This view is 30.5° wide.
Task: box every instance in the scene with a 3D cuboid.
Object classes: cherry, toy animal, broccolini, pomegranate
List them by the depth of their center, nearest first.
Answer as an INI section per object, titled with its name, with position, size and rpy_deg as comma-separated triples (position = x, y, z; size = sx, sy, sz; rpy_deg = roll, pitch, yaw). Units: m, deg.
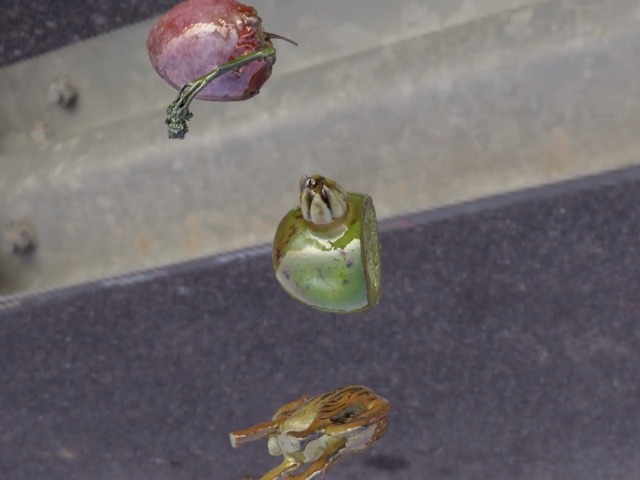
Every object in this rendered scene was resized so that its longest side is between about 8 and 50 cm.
[toy animal]
position = -0.007, 0.140, 0.867
size = 0.057, 0.099, 0.241
rpy_deg = 60, 153, 2
[broccolini]
position = -0.145, -0.211, 1.603
size = 0.194, 0.054, 0.052
rpy_deg = -37, 122, 18
[pomegranate]
position = 0.001, 0.015, 1.766
size = 0.159, 0.190, 0.241
rpy_deg = -3, 168, 9
[cherry]
position = -0.191, -0.324, 1.991
size = 0.250, 0.175, 0.192
rpy_deg = 10, -178, 24
